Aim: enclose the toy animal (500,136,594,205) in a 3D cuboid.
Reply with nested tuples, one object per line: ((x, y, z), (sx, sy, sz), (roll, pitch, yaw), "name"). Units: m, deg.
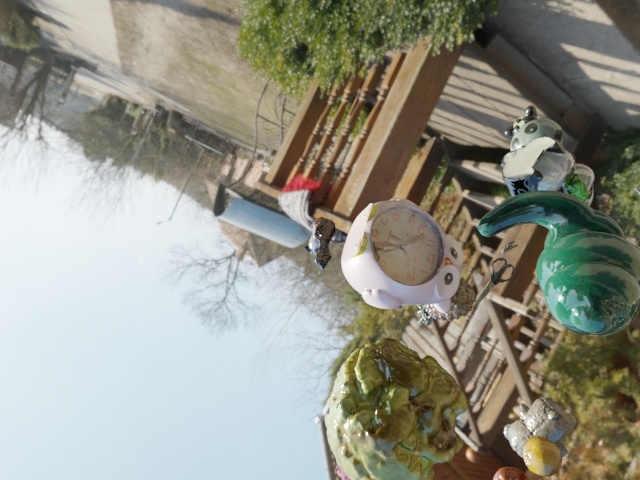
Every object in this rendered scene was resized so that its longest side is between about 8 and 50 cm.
((0.684, -0.163, 1.276), (0.266, 0.213, 0.212), (38, -179, -10), "toy animal")

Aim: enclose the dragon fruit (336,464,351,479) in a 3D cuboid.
((0.161, 0.638, 1.199), (0.268, 0.210, 0.205), (18, 162, 43), "dragon fruit")

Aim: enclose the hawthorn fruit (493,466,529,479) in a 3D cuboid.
((0.728, 0.923, 1.632), (0.132, 0.133, 0.138), (28, -178, 40), "hawthorn fruit")

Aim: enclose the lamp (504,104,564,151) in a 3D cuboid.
((0.851, -0.410, 1.726), (0.197, 0.197, 0.244), (23, -138, -31), "lamp")

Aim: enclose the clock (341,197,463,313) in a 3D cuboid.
((0.264, 0.059, 1.403), (0.376, 0.368, 0.250), (23, 158, -12), "clock")

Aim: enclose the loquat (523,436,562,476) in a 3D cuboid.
((0.822, 0.802, 1.603), (0.141, 0.141, 0.141), (25, -177, -1), "loquat")

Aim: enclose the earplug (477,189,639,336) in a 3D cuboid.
((0.426, 0.033, 0.749), (0.257, 0.164, 0.280), (28, -140, -2), "earplug")

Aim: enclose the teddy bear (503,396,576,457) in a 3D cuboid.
((0.897, 0.774, 1.764), (0.151, 0.267, 0.236), (11, -155, -40), "teddy bear")

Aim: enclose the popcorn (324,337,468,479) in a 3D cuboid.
((0.136, 0.336, 0.817), (0.282, 0.282, 0.247), (25, 157, -6), "popcorn")

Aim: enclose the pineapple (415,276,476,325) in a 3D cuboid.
((0.469, 0.261, 1.715), (0.175, 0.175, 0.361), (25, 149, 0), "pineapple")

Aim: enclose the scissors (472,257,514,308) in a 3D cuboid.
((0.747, 0.195, 1.893), (0.109, 0.300, 0.022), (43, 158, 7), "scissors")

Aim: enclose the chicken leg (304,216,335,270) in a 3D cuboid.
((0.000, 0.000, 1.003), (0.051, 0.106, 0.253), (17, -173, -6), "chicken leg")

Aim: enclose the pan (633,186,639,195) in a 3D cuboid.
((1.003, -0.076, 1.259), (0.136, 0.028, 0.235), (11, -134, -41), "pan")

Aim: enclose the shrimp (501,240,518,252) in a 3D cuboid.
((0.934, 0.029, 2.139), (0.029, 0.092, 0.038), (92, 154, -81), "shrimp")
